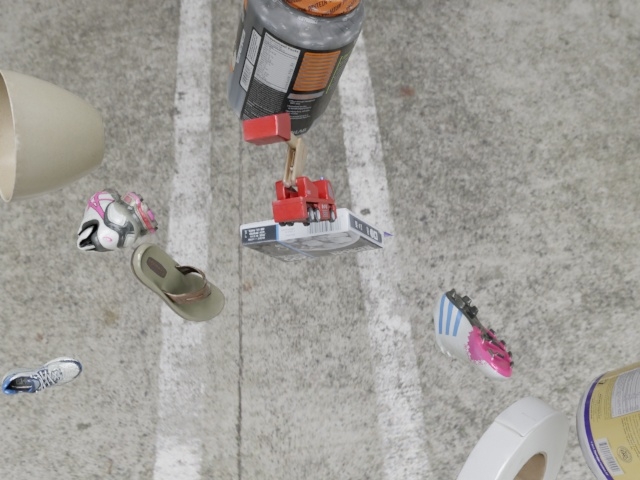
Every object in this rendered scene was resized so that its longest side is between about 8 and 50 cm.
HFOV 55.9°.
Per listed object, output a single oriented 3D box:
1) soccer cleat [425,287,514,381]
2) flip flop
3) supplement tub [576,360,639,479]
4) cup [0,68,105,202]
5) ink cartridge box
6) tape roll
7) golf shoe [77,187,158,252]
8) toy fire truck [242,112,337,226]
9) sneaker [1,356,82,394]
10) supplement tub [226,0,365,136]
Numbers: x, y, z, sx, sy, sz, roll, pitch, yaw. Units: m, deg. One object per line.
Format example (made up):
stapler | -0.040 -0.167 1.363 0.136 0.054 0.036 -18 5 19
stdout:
soccer cleat | 0.364 0.260 1.508 0.116 0.143 0.331 27 20 -23
flip flop | -0.301 0.094 1.338 0.080 0.277 0.112 -9 51 29
supplement tub | 0.599 0.282 0.938 0.241 0.331 0.241 10 60 -18
cup | -0.707 -0.268 1.576 0.237 0.331 0.331 -6 60 -37
ink cartridge box | 0.000 0.000 1.072 0.206 0.208 0.045 -8 75 27
tape roll | 0.389 0.513 1.258 0.072 0.392 0.392 25 62 42
golf shoe | -0.282 -0.023 0.776 0.086 0.186 0.068 -34 110 -28
toy fire truck | -0.033 -0.088 0.795 0.047 0.192 0.135 -7 89 20
sneaker | -0.488 0.245 1.057 0.135 0.058 0.052 -14 101 -11
supplement tub | -0.044 -0.336 1.017 0.193 0.316 0.194 8 61 -15
